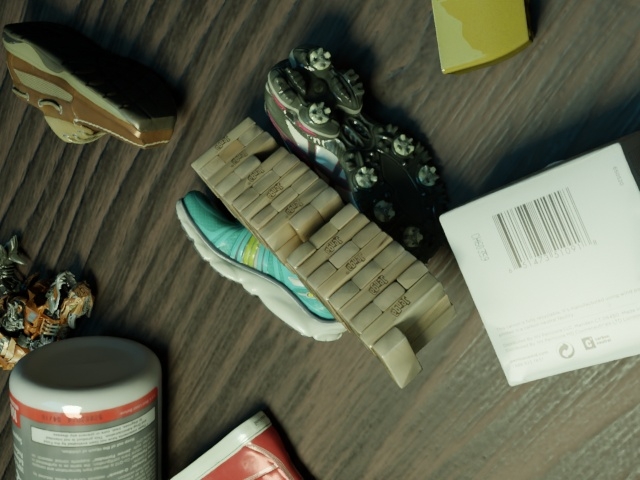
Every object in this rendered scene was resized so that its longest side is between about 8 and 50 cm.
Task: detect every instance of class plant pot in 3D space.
[{"bbox_3d":[0.160,-0.209,0.714,0.083,0.081,0.081,-7,98,23],"label":"plant pot"}]

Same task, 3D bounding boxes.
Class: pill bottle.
[{"bbox_3d":[-0.341,0.344,1.096,0.210,0.210,0.362,13,108,30],"label":"pill bottle"}]

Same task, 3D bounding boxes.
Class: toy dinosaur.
[{"bbox_3d":[-0.499,0.131,1.192,0.322,0.164,0.218,-38,97,12],"label":"toy dinosaur"}]

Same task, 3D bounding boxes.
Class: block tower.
[{"bbox_3d":[0.000,0.000,0.779,0.097,0.091,0.335,-42,56,-5],"label":"block tower"}]

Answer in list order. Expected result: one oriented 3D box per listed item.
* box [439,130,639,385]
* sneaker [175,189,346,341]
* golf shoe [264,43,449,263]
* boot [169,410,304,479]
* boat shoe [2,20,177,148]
[{"bbox_3d":[0.240,0.017,0.693,0.181,0.119,0.182,-24,89,35],"label":"box"},{"bbox_3d":[-0.060,0.012,0.917,0.275,0.107,0.110,34,98,17],"label":"sneaker"},{"bbox_3d":[0.039,-0.089,0.825,0.273,0.105,0.120,53,158,-1],"label":"golf shoe"},{"bbox_3d":[-0.115,0.373,1.035,0.244,0.088,0.176,-42,80,29],"label":"boot"},{"bbox_3d":[-0.320,-0.196,1.013,0.324,0.123,0.120,35,124,31],"label":"boat shoe"}]
